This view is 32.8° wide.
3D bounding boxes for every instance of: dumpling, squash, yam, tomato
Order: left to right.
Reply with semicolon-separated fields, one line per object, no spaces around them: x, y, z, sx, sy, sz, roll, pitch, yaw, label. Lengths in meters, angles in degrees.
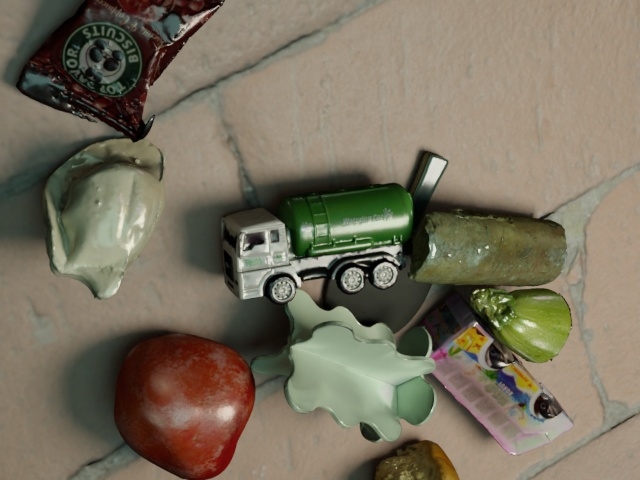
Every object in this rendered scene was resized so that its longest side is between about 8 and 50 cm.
-0.248;-0.034;1.229;0.136;0.118;0.199;21;64;-21;dumpling
-0.170;0.208;1.336;0.187;0.151;0.187;-8;116;-16;tomato
0.208;0.011;1.425;0.259;0.106;0.106;5;108;-35;yam
0.255;0.103;1.437;0.132;0.105;0.105;16;103;-42;squash

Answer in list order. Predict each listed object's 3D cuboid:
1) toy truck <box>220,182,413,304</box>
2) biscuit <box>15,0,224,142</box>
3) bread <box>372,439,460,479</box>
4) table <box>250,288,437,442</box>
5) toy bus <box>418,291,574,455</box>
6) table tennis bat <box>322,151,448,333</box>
0.000;0.000;1.344;0.243;0.101;0.125;-9;108;-17;toy truck
-0.211;-0.228;1.192;0.151;0.063;0.235;31;101;-12;biscuit
0.146;0.412;1.534;0.121;0.174;0.245;-7;105;-16;bread
0.029;0.158;1.374;0.198;0.166;0.166;24;99;-36;table
0.245;0.195;1.538;0.112;0.090;0.274;-40;120;8;toy bus
0.100;0.010;1.446;0.154;0.021;0.274;17;105;-27;table tennis bat
